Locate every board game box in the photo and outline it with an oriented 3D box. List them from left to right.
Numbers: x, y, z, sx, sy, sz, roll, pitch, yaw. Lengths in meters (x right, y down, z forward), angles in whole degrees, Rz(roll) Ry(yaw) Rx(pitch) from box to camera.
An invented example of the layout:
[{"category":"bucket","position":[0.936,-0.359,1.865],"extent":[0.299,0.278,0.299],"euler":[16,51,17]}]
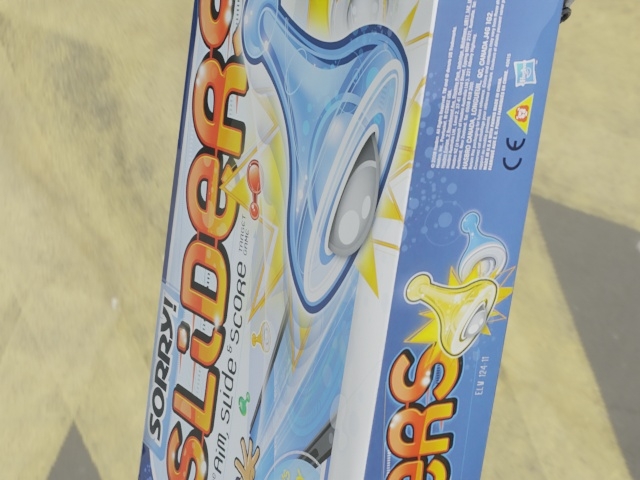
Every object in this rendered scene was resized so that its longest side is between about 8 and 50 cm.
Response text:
[{"category":"board game box","position":[0.000,0.000,0.399],"extent":[0.035,0.136,0.201],"euler":[1,106,-27]}]

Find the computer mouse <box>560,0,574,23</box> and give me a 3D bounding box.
[{"category":"computer mouse","position":[0.145,-0.265,1.049],"extent":[0.188,0.072,0.272],"euler":[-16,115,-50]}]
